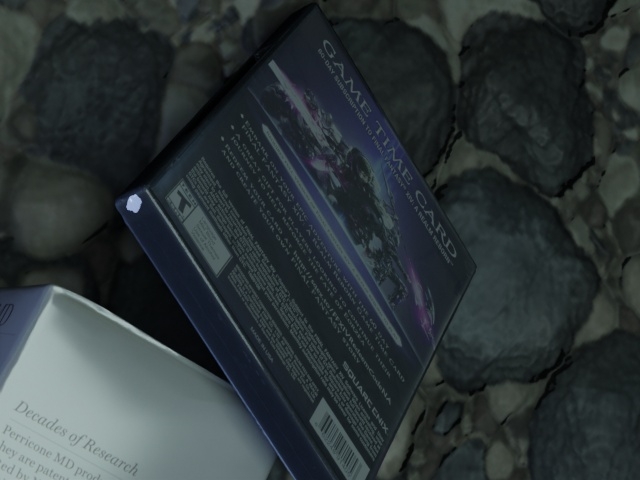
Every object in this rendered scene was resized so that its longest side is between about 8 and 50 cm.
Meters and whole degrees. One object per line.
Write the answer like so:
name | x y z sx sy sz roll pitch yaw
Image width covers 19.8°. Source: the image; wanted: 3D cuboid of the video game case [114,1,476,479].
video game case | 0.000 0.000 0.992 0.196 0.026 0.274 58 27 -14

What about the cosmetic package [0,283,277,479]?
cosmetic package | -0.140 0.136 0.939 0.151 0.151 0.183 32 74 -22
